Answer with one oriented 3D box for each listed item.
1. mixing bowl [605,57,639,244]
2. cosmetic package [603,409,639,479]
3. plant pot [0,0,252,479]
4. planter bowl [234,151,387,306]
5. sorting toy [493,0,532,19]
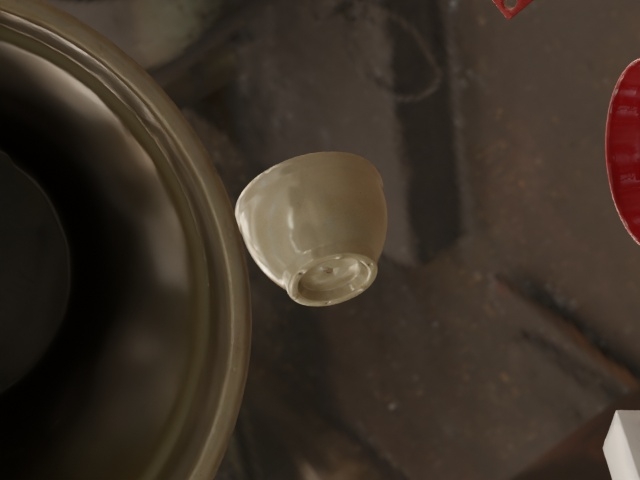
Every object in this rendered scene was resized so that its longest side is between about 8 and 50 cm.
[{"bbox_3d":[0.346,-0.081,1.547,0.181,0.098,0.181,175,90,-72],"label":"mixing bowl"},{"bbox_3d":[0.321,0.253,1.436,0.239,0.099,0.060,-100,12,-46],"label":"cosmetic package"},{"bbox_3d":[-0.212,0.031,0.893,0.323,0.323,0.280,61,173,-8],"label":"plant pot"},{"bbox_3d":[0.000,0.000,1.749,0.162,0.162,0.109,95,162,-56],"label":"planter bowl"},{"bbox_3d":[0.128,-0.314,1.374,0.132,0.046,0.274,-42,85,29],"label":"sorting toy"}]
